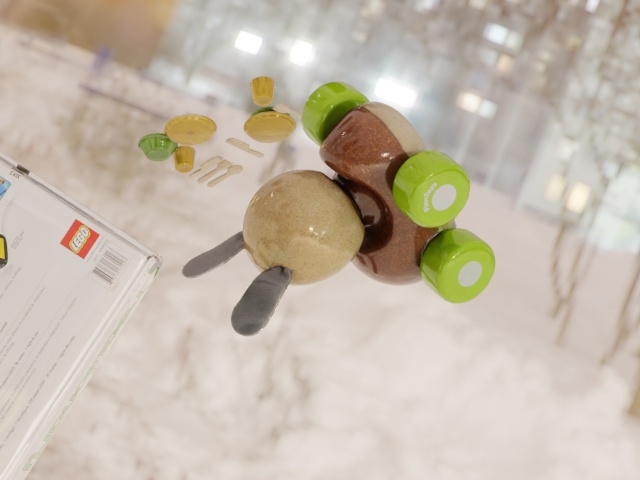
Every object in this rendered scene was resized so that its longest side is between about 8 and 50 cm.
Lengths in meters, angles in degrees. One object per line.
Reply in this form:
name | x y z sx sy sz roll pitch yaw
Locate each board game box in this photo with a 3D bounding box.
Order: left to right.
board game box | -0.253 0.085 1.139 0.193 0.305 0.053 33 -2 6

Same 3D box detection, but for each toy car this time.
toy car | 0.000 0.000 1.427 0.155 0.188 0.149 41 -21 48

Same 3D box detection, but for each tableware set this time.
tableware set | -0.090 -0.103 1.805 0.104 0.024 0.154 23 -40 -38
